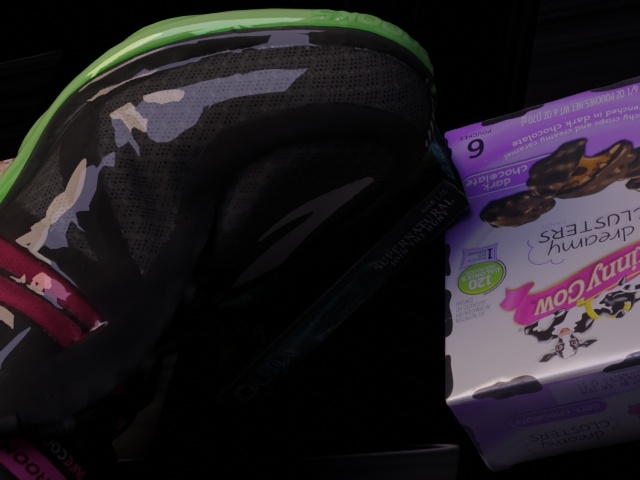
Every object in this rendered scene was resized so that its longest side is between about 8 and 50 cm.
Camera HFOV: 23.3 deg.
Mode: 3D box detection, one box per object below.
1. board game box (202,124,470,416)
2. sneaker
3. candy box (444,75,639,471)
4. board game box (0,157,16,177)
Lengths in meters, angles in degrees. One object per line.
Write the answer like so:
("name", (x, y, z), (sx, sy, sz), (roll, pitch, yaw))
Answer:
("board game box", (0.000, 0.000, 0.902), (0.186, 0.026, 0.126), (-44, 31, 17))
("sneaker", (-0.133, 0.060, 0.789), (0.483, 0.185, 0.202), (-34, 51, 1))
("candy box", (0.153, 0.010, 0.822), (0.165, 0.070, 0.196), (-15, 45, 20))
("board game box", (-0.172, 0.014, 1.033), (0.146, 0.045, 0.193), (-13, 46, 21))
